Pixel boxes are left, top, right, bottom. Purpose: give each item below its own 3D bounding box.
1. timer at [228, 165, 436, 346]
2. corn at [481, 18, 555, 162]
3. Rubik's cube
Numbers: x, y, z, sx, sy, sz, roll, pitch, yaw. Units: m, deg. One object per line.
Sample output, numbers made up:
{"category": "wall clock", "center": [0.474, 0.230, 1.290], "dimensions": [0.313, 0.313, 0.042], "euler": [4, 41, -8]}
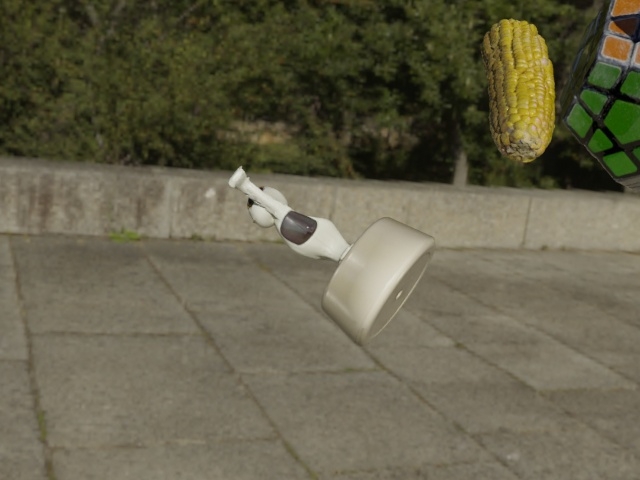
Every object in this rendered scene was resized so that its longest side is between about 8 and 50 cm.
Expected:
{"category": "timer", "center": [0.000, 0.000, 1.224], "dimensions": [0.266, 0.175, 0.175], "euler": [34, 19, 14]}
{"category": "corn", "center": [0.272, -0.210, 1.245], "dimensions": [0.101, 0.101, 0.291], "euler": [8, 41, 3]}
{"category": "Rubik's cube", "center": [0.509, -0.221, 1.331], "dimensions": [0.319, 0.264, 0.319], "euler": [37, 28, -24]}
